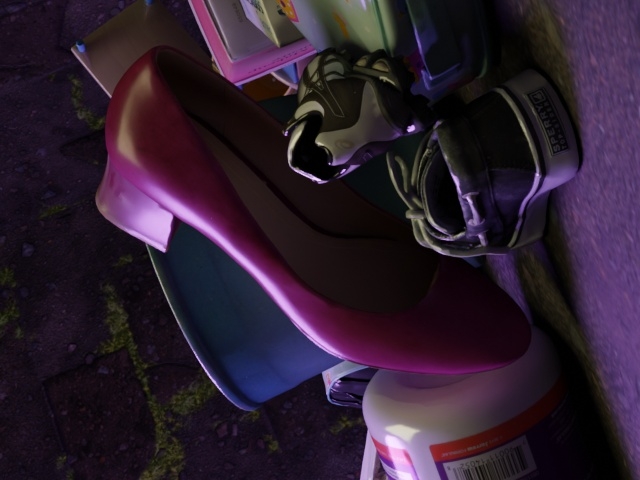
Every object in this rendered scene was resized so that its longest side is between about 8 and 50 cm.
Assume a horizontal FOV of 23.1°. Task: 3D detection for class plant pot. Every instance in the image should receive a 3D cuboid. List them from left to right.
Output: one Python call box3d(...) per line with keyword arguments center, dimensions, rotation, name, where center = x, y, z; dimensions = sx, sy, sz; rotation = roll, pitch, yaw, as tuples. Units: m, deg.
box3d(center=(-0.078, -0.254, 2.287), dimensions=(0.134, 0.134, 0.095), rotation=(67, -159, 6), name="plant pot")
box3d(center=(0.002, -0.019, 1.422), dimensions=(0.271, 0.255, 0.272), rotation=(-23, -90, -81), name="plant pot")

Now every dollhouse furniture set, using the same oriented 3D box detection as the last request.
box3d(center=(-0.191, -0.250, 2.042), dimensions=(0.286, 0.303, 0.198), rotation=(47, 168, 18), name="dollhouse furniture set")

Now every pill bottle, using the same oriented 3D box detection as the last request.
box3d(center=(0.169, 0.245, 1.414), dimensions=(0.181, 0.181, 0.323), rotation=(-127, 15, -71), name="pill bottle")

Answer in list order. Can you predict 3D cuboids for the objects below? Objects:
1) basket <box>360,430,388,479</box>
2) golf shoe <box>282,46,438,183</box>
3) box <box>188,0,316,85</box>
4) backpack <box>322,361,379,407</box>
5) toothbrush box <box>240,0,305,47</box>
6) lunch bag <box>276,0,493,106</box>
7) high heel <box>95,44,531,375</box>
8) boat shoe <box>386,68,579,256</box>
box3d(center=(0.138, 0.222, 1.556), dimensions=(0.103, 0.167, 0.113), rotation=(16, 98, 62), name="basket")
box3d(center=(0.004, -0.087, 1.118), dimensions=(0.077, 0.094, 0.198), rotation=(55, 167, -9), name="golf shoe")
box3d(center=(-0.061, -0.267, 1.770), dimensions=(0.232, 0.148, 0.127), rotation=(162, 85, -86), name="box")
box3d(center=(0.085, 0.099, 1.617), dimensions=(0.166, 0.188, 0.144), rotation=(78, 173, -72), name="backpack")
box3d(center=(-0.053, -0.347, 1.484), dimensions=(0.206, 0.122, 0.283), rotation=(-125, 12, -70), name="toothbrush box")
box3d(center=(0.029, -0.227, 1.131), dimensions=(0.224, 0.108, 0.279), rotation=(46, 165, 39), name="lunch bag")
box3d(center=(0.008, -0.015, 1.201), dimensions=(0.181, 0.377, 0.127), rotation=(117, 170, -53), name="high heel")
box3d(center=(0.112, -0.039, 1.173), dimensions=(0.306, 0.105, 0.113), rotation=(120, 127, -84), name="boat shoe")
